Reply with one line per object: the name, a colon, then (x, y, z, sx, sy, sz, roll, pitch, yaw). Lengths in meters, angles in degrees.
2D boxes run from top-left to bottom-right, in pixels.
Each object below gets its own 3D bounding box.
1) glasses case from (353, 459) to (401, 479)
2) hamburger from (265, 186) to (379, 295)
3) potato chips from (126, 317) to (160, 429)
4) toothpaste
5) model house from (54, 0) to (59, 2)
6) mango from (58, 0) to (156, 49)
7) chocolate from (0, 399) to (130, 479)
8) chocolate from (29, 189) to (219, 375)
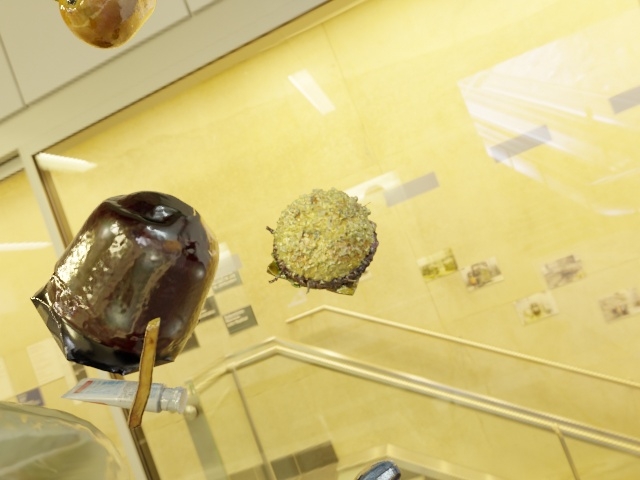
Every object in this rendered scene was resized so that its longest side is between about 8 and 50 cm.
glasses case: (0.033, 0.172, 0.327, 0.033, 0.023, 0.083, -31, -36, -30)
hamburger: (0.000, 0.000, 1.038, 0.242, 0.262, 0.139, 10, -27, 14)
potato chips: (-0.286, 0.222, 0.783, 0.026, 0.204, 0.037, 8, 16, -25)
toothpaste: (-0.390, 0.308, 0.977, 0.233, 0.057, 0.089, 7, 9, 3)
model house: (-0.511, -0.596, 0.990, 0.236, 0.216, 0.303, 11, -15, -19)
mango: (-0.299, -0.343, 0.690, 0.089, 0.163, 0.111, 15, -31, 10)
chocolate: (-0.301, 0.277, 0.408, 0.313, 0.297, 0.326, 14, -4, 9)
chocolate: (-0.411, 0.058, 1.120, 0.383, 0.383, 0.332, -16, -39, -60)
